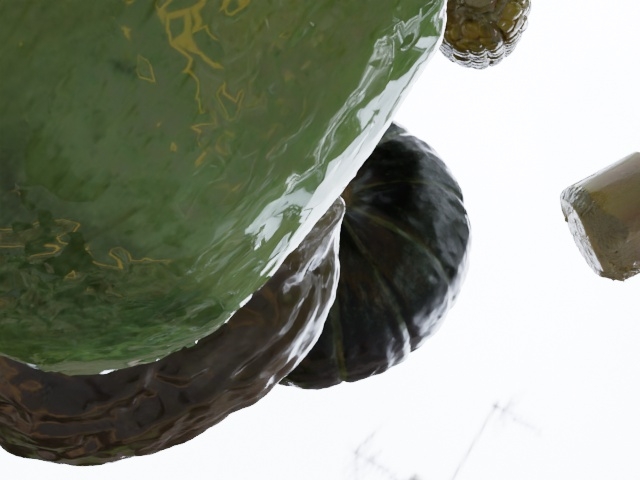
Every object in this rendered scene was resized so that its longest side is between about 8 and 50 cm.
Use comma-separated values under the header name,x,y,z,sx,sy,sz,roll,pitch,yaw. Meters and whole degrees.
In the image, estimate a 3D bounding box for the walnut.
name,x,y,z,sx,sy,sz,roll,pitch,yaw
walnut,-0.093,0.018,0.760,0.230,0.178,0.178,-20,-71,16

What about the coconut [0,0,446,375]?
name,x,y,z,sx,sy,sz,roll,pitch,yaw
coconut,-0.094,-0.128,0.552,0.328,0.328,0.281,-29,-44,32

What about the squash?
name,x,y,z,sx,sy,sz,roll,pitch,yaw
squash,0.000,0.000,1.243,0.252,0.252,0.165,19,-30,12

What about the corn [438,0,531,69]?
name,x,y,z,sx,sy,sz,roll,pitch,yaw
corn,0.118,-0.168,1.111,0.080,0.238,0.080,0,-90,7

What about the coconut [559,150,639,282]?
name,x,y,z,sx,sy,sz,roll,pitch,yaw
coconut,0.307,-0.027,1.434,0.122,0.116,0.116,-28,-73,-3
